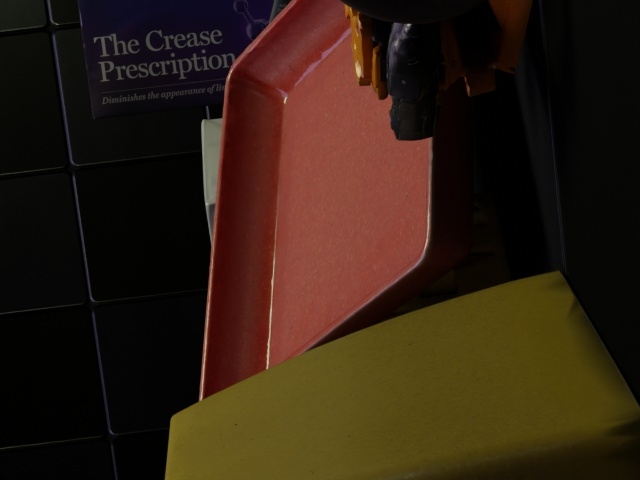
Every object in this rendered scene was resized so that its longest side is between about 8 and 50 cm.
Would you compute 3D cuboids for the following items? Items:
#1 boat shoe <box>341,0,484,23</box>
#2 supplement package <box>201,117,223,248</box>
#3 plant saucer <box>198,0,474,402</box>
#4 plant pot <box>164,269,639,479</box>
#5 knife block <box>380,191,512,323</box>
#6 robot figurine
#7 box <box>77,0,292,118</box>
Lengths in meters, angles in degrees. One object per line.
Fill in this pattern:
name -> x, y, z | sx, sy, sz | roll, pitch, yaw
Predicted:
boat shoe -> 0.040, -0.223, 0.607 | 0.104, 0.110, 0.307 | -69, -18, -84
supplement package -> 0.000, 0.000, 1.732 | 0.149, 0.194, 0.203 | -97, 1, -55
plant saucer -> 0.014, -0.046, 1.085 | 0.258, 0.047, 0.259 | -40, 40, 50
plant pot -> 0.034, 0.151, 0.804 | 0.212, 0.187, 0.212 | -102, 5, -74
knife block -> 0.078, 0.142, 1.124 | 0.242, 0.088, 0.276 | 85, 178, -47
robot figurine -> 0.045, -0.187, 0.836 | 0.211, 0.085, 0.291 | -97, 1, -46
box -> -0.054, -0.200, 1.455 | 0.103, 0.261, 0.184 | -103, 5, -83
